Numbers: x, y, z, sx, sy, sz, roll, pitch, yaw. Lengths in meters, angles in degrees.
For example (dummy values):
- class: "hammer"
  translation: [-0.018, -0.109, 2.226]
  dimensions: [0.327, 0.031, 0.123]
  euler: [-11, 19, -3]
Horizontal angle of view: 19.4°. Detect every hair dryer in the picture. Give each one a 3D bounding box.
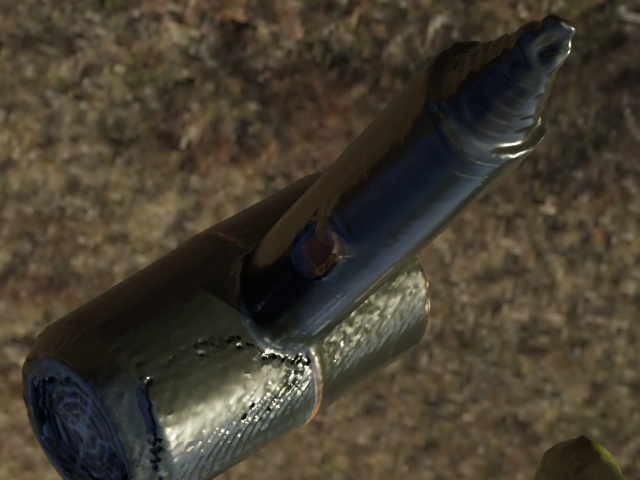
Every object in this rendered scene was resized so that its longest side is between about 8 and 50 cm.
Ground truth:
- class: "hair dryer"
  translation: [0.000, 0.000, 0.798]
  dimensions: [0.107, 0.189, 0.352]
  euler: [54, 147, 8]

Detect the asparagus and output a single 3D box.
- class: "asparagus"
  translation: [0.166, 0.171, 1.073]
  dimensions: [0.060, 0.067, 0.278]
  euler: [55, 180, -8]
